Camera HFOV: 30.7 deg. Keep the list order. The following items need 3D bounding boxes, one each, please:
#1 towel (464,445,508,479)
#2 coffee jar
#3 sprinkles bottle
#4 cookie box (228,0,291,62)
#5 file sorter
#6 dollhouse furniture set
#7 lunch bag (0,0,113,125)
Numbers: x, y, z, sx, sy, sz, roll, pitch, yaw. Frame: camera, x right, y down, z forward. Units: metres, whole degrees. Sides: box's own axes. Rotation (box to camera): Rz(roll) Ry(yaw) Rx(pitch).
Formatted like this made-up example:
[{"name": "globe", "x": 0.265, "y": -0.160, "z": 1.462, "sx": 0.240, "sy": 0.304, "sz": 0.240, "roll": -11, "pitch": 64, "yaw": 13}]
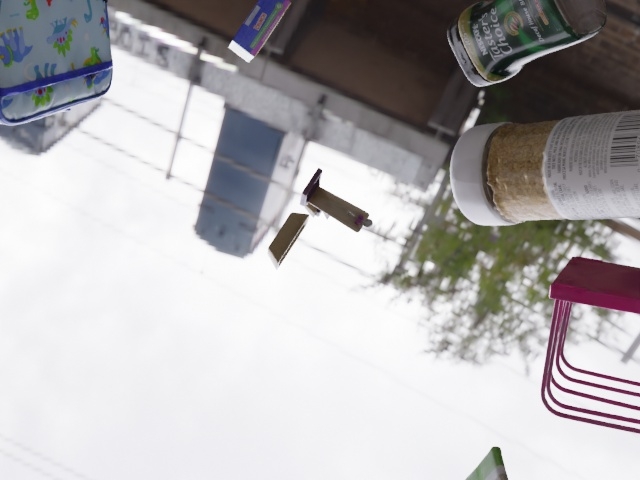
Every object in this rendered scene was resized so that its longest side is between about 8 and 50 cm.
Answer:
[{"name": "towel", "x": 0.157, "y": 0.287, "z": 1.127, "sx": 0.023, "sy": 0.113, "sz": 0.152, "roll": 27, "pitch": -153, "yaw": -17}, {"name": "coffee jar", "x": 0.225, "y": -0.241, "z": 1.303, "sx": 0.079, "sy": 0.184, "sz": 0.096, "roll": -29, "pitch": -87, "yaw": -33}, {"name": "sprinkles bottle", "x": 0.314, "y": -0.080, "z": 1.270, "sx": 0.355, "sy": 0.121, "sz": 0.121, "roll": -1, "pitch": -157, "yaw": 45}, {"name": "cookie box", "x": -0.085, "y": -0.296, "z": 1.603, "sx": 0.040, "sy": 0.092, "sz": 0.107, "roll": 34, "pitch": 180, "yaw": -8}, {"name": "file sorter", "x": 0.423, "y": 0.143, "z": 1.615, "sx": 0.202, "sy": 0.182, "sz": 0.291, "roll": 10, "pitch": -170, "yaw": 16}, {"name": "dollhouse furniture set", "x": 0.000, "y": 0.000, "z": 1.267, "sx": 0.081, "sy": 0.091, "sz": 0.114, "roll": 31, "pitch": -108, "yaw": 5}, {"name": "lunch bag", "x": -0.308, "y": -0.214, "z": 1.226, "sx": 0.090, "sy": 0.176, "sz": 0.219, "roll": 4, "pitch": -163, "yaw": 24}]
